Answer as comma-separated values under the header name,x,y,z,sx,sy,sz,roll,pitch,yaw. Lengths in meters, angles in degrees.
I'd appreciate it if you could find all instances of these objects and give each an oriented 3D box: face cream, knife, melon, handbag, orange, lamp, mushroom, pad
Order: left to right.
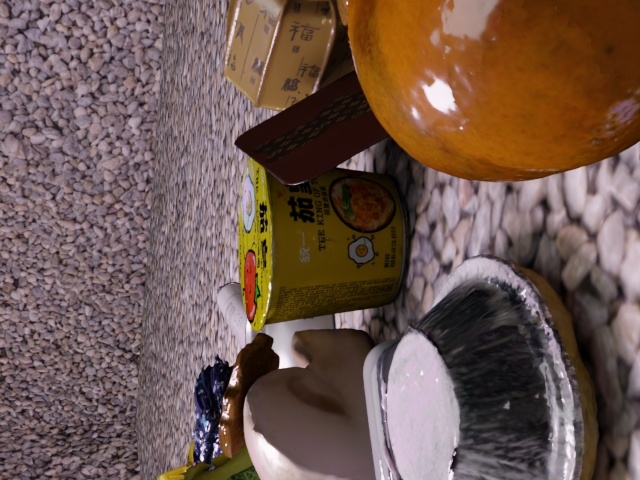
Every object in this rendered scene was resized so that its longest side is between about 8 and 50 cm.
name,x,y,z,sx,sy,sz,roll,pitch,yaw
handbag,-0.160,0.304,1.521,0.260,0.113,0.162,-115,36,-70
face cream,-0.110,0.147,1.460,0.244,0.058,0.092,-131,48,-57
melon,-0.079,0.341,1.215,0.265,0.129,0.169,-49,-53,-72
lamp,-0.028,-0.240,1.004,0.185,0.161,0.161,110,154,-50
mushroom,-0.009,0.220,0.922,0.236,0.162,0.173,-111,28,-54
pad,0.016,-0.117,0.856,0.004,0.181,0.267,63,172,-20
knife,0.084,0.217,0.775,0.040,0.073,0.266,152,115,-62
orange,0.117,-0.140,0.492,0.240,0.171,0.240,-165,90,-70

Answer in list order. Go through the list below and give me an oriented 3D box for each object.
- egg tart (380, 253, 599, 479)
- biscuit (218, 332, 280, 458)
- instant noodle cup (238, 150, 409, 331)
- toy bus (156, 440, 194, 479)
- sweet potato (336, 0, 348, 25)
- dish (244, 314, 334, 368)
name,x,y,z,sx,sy,sz,roll,pitch,yaw
egg tart,0.108,0.125,0.657,0.234,0.094,0.234,-178,90,-72
biscuit,-0.077,0.156,0.920,0.119,0.019,0.130,36,-109,-72
instant noodle cup,0.000,0.000,0.929,0.182,0.144,0.182,179,90,-75
toy bus,-0.217,0.515,1.636,0.145,0.151,0.331,108,155,-51
sweet potato,0.067,-0.316,0.821,0.097,0.097,0.252,-126,44,-63
dish,-0.054,0.138,1.205,0.228,0.086,0.236,106,157,-43
